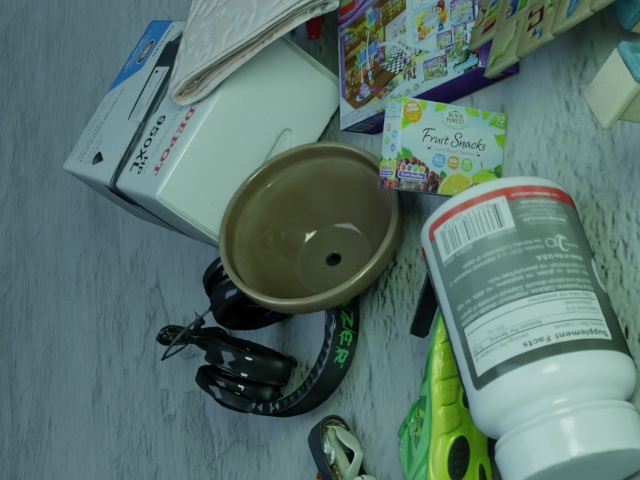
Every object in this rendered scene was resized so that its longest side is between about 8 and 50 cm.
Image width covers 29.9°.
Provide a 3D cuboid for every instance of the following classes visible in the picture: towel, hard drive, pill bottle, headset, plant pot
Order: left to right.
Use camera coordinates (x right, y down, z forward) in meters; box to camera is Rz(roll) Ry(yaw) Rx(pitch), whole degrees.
[{"bbox_3d":[-0.085,0.130,1.700,0.394,0.185,0.243,-8,74,43],"label":"headset"},{"bbox_3d":[-0.064,-0.362,1.556,0.317,0.053,0.332,-24,43,43],"label":"towel"},{"bbox_3d":[0.000,0.000,1.513,0.237,0.110,0.237,-11,57,17],"label":"plant pot"},{"bbox_3d":[0.129,0.044,1.346,0.135,0.022,0.094,-59,-14,-72],"label":"hard drive"},{"bbox_3d":[0.206,0.094,1.150,0.161,0.161,0.283,-48,47,45],"label":"pill bottle"}]

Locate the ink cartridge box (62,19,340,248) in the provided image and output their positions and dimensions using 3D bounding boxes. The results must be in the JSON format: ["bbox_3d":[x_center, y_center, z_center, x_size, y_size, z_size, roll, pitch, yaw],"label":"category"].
[{"bbox_3d":[-0.183,-0.164,1.749,0.395,0.166,0.285,17,75,58],"label":"ink cartridge box"}]

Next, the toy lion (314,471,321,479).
[{"bbox_3d":[0.006,0.344,1.576,0.100,0.034,0.096,-41,45,50],"label":"toy lion"}]

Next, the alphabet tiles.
[{"bbox_3d":[0.257,-0.316,1.162,0.342,0.011,0.285,-28,40,61],"label":"alphabet tiles"}]

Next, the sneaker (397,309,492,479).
[{"bbox_3d":[0.133,0.188,1.309,0.123,0.109,0.295,13,95,58],"label":"sneaker"}]

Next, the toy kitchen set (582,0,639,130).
[{"bbox_3d":[0.293,-0.200,1.044,0.122,0.166,0.207,-56,41,39],"label":"toy kitchen set"}]

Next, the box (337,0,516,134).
[{"bbox_3d":[0.120,-0.260,1.450,0.293,0.057,0.201,-17,72,57],"label":"box"}]

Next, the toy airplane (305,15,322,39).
[{"bbox_3d":[-0.030,-0.356,1.745,0.151,0.028,0.151,-20,67,57],"label":"toy airplane"}]

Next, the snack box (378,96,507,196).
[{"bbox_3d":[0.135,-0.099,1.317,0.037,0.141,0.100,5,90,60],"label":"snack box"}]

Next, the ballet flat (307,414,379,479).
[{"bbox_3d":[0.037,0.299,1.494,0.074,0.074,0.203,-62,35,33],"label":"ballet flat"}]
